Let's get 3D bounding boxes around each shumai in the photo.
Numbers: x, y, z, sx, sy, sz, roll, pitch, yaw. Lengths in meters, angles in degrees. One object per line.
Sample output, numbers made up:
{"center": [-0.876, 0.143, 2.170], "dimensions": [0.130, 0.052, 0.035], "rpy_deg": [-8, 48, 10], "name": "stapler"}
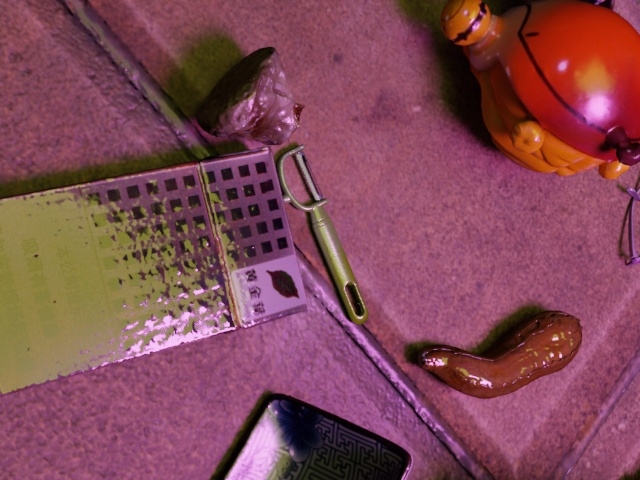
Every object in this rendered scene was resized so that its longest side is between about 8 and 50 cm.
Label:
{"center": [-0.065, -0.134, 0.983], "dimensions": [0.087, 0.099, 0.124], "rpy_deg": [47, 49, -25], "name": "shumai"}

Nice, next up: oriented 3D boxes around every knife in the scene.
{"center": [0.000, 0.000, 1.049], "dimensions": [0.054, 0.015, 0.212], "rpy_deg": [-27, 98, -27], "name": "knife"}

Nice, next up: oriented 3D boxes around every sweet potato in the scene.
{"center": [0.220, 0.141, 1.130], "dimensions": [0.233, 0.062, 0.081], "rpy_deg": [-12, 76, -25], "name": "sweet potato"}

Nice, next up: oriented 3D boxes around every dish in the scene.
{"center": [-0.026, 0.295, 0.945], "dimensions": [0.243, 0.182, 0.080], "rpy_deg": [-58, 146, -21], "name": "dish"}

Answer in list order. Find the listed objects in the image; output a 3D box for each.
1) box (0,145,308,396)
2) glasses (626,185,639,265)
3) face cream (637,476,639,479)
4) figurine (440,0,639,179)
{"center": [-0.178, 0.022, 0.934], "dimensions": [0.325, 0.047, 0.180], "rpy_deg": [-14, 92, -28], "name": "box"}
{"center": [0.449, -0.034, 1.289], "dimensions": [0.140, 0.062, 0.104], "rpy_deg": [-24, 74, -28], "name": "glasses"}
{"center": [0.411, 0.365, 1.197], "dimensions": [0.078, 0.078, 0.273], "rpy_deg": [46, 67, -17], "name": "face cream"}
{"center": [0.290, -0.217, 1.125], "dimensions": [0.320, 0.196, 0.323], "rpy_deg": [10, 70, -33], "name": "figurine"}
